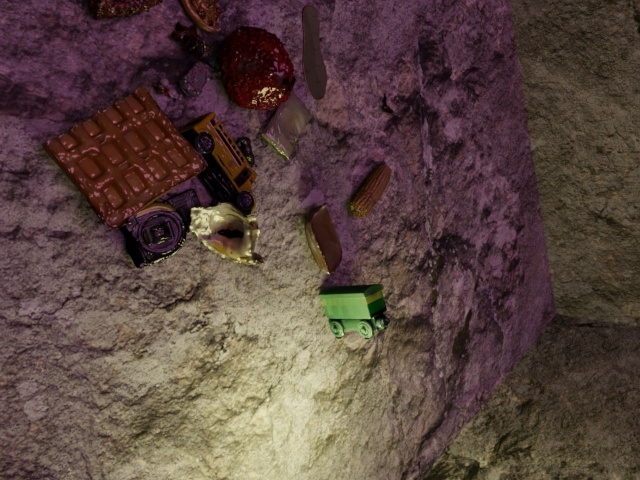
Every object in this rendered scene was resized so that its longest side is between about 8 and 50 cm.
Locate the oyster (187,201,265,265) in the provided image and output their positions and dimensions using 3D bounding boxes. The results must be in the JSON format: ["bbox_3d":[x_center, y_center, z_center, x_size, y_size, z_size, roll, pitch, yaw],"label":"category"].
[{"bbox_3d":[-0.287,-0.025,1.716,0.275,0.271,0.100,18,53,-8],"label":"oyster"}]

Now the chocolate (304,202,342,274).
[{"bbox_3d":[-0.001,-0.001,2.040,0.161,0.083,0.261,-46,124,-51],"label":"chocolate"}]

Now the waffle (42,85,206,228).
[{"bbox_3d":[-0.531,-0.226,1.466,0.348,0.077,0.304,-42,100,-32],"label":"waffle"}]

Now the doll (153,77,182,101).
[{"bbox_3d":[-0.462,-0.451,1.607,0.085,0.040,0.058,53,49,-32],"label":"doll"}]

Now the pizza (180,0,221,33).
[{"bbox_3d":[-0.369,-0.744,1.666,0.175,0.046,0.134,40,67,-37],"label":"pizza"}]

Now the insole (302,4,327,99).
[{"bbox_3d":[-0.025,-0.711,2.016,0.119,0.009,0.348,-11,100,-42],"label":"insole"}]

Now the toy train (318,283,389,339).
[{"bbox_3d":[0.132,0.269,2.044,0.120,0.301,0.202,-18,96,-40],"label":"toy train"}]

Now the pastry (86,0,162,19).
[{"bbox_3d":[-0.543,-0.673,1.471,0.208,0.097,0.115,-34,111,-34],"label":"pastry"}]

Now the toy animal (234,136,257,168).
[{"bbox_3d":[-0.251,-0.285,1.809,0.065,0.047,0.135,-24,104,-48],"label":"toy animal"}]

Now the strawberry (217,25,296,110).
[{"bbox_3d":[-0.188,-0.559,1.732,0.274,0.220,0.274,-9,103,-42],"label":"strawberry"}]

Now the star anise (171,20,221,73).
[{"bbox_3d":[-0.377,-0.594,1.647,0.191,0.070,0.097,43,34,-15],"label":"star anise"}]

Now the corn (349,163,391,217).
[{"bbox_3d":[0.212,-0.211,2.218,0.101,0.101,0.291,53,56,-32],"label":"corn"}]

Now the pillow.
[{"bbox_3d":[-0.118,-0.421,1.923,0.148,0.050,0.229,46,60,-40],"label":"pillow"}]

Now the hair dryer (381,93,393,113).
[{"bbox_3d":[0.291,-0.597,2.313,0.079,0.031,0.083,6,80,-54],"label":"hair dryer"}]

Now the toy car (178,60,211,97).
[{"bbox_3d":[-0.392,-0.501,1.654,0.069,0.055,0.142,50,40,-30],"label":"toy car"}]

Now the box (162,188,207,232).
[{"bbox_3d":[-0.427,-0.086,1.671,0.125,0.027,0.126,-33,114,-36],"label":"box"}]

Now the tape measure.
[{"bbox_3d":[-0.486,-0.033,1.553,0.186,0.112,0.199,-29,117,-29],"label":"tape measure"}]

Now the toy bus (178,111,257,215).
[{"bbox_3d":[-0.314,-0.232,1.686,0.331,0.145,0.151,57,48,-27],"label":"toy bus"}]
